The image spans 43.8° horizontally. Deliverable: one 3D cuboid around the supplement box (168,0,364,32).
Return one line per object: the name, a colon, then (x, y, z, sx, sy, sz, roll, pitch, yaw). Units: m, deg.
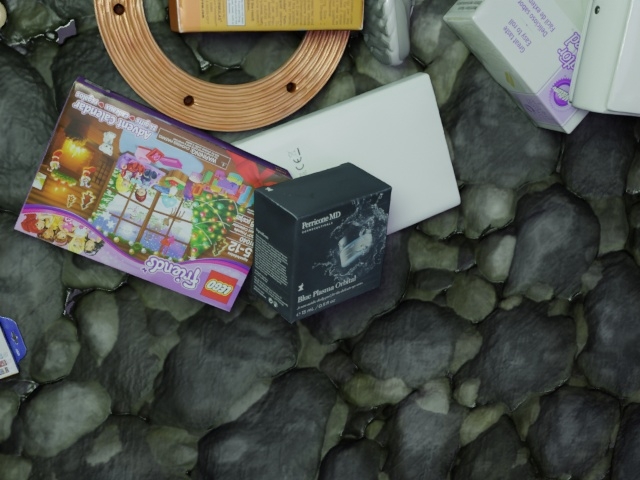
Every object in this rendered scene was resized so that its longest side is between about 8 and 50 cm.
supplement box: (-0.065, -0.295, 0.979, 0.233, 0.078, 0.080, -7, 107, -17)

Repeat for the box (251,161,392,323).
box: (0.000, 0.000, 1.028, 0.156, 0.093, 0.158, -20, 128, -34)

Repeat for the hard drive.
hard drive: (0.035, -0.089, 1.125, 0.307, 0.040, 0.203, -23, 111, -12)

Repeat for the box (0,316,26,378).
box: (-0.456, 0.150, 1.030, 0.136, 0.028, 0.081, -19, 110, -12)

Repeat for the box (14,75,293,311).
box: (-0.208, -0.054, 1.016, 0.293, 0.057, 0.201, 23, 103, -17)

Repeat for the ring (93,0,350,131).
ring: (-0.118, -0.309, 1.016, 0.336, 0.032, 0.337, -5, 107, -17)

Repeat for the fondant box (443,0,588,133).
fondant box: (0.372, -0.355, 1.137, 0.238, 0.096, 0.330, 41, 90, -24)

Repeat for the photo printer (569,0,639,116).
photo printer: (0.485, -0.318, 1.078, 0.256, 0.107, 0.308, 3, 105, -21)

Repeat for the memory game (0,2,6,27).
memory game: (-0.456, -0.292, 0.914, 0.186, 0.012, 0.186, -5, 106, -18)

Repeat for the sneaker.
sneaker: (0.108, -0.371, 1.036, 0.115, 0.105, 0.281, -9, 109, -20)
